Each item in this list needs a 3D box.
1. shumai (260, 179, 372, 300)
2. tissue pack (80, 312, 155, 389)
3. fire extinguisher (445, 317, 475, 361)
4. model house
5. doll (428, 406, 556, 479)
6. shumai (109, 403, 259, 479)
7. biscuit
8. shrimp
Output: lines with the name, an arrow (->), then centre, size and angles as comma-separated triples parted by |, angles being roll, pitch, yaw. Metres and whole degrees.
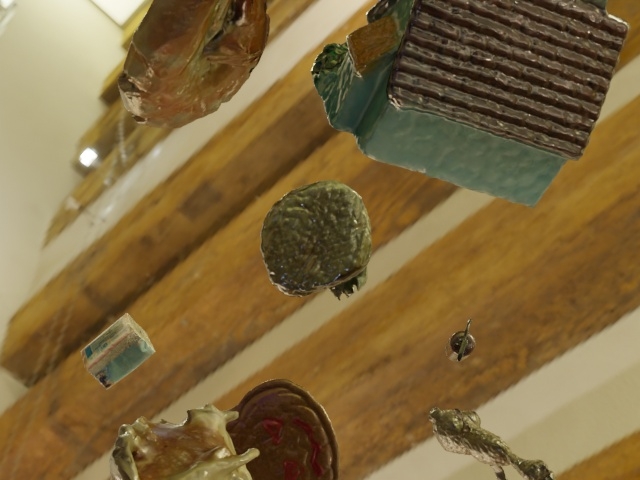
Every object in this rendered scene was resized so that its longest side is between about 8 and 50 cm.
shumai -> 0.000, 0.000, 0.714 | 0.080, 0.082, 0.083 | -118, -131, -88
tissue pack -> -0.303, 0.165, 1.526 | 0.094, 0.058, 0.074 | -40, -153, -2
fire extinguisher -> 0.240, 0.172, 1.744 | 0.157, 0.045, 0.078 | 71, 36, -78
model house -> 0.170, -0.220, 1.165 | 0.230, 0.281, 0.248 | -104, -144, -52
doll -> 0.299, 0.366, 1.835 | 0.091, 0.203, 0.286 | -54, 180, -9
shumai -> -0.184, 0.310, 1.133 | 0.314, 0.262, 0.267 | -8, -152, 35
biscuit -> -0.089, 0.425, 2.064 | 0.257, 0.273, 0.049 | -27, 166, 8
shrimp -> -0.102, -0.217, 0.996 | 0.062, 0.154, 0.294 | 62, -40, 25
